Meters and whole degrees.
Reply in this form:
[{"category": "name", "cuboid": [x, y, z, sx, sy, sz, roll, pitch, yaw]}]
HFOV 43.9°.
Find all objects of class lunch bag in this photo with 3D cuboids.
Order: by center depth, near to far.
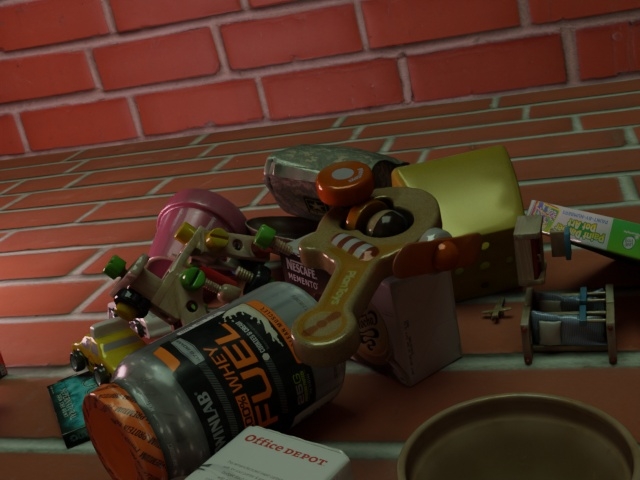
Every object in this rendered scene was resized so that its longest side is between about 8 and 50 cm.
[{"category": "lunch bag", "cuboid": [0.035, -0.120, 1.698, 0.235, 0.168, 0.287, 12, 6, 22]}]

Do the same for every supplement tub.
[{"category": "supplement tub", "cuboid": [-0.135, 0.197, 1.051, 0.316, 0.193, 0.194, -27, 25, -36]}]

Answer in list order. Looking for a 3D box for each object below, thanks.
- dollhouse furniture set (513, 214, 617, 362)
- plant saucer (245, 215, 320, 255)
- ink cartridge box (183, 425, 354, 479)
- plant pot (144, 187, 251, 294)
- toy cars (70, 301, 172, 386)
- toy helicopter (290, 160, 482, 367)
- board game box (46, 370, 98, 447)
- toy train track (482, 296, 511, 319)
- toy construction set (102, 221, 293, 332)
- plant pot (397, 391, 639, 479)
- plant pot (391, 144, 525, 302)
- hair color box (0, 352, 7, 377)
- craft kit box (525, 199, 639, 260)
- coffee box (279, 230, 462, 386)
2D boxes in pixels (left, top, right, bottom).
[{"category": "dollhouse furniture set", "cuboid": [0.353, 0.068, 1.146, 0.129, 0.183, 0.129, -4, 22, 20]}, {"category": "plant saucer", "cuboid": [0.000, 0.000, 1.612, 0.311, 0.050, 0.310, 7, 9, -1]}, {"category": "ink cartridge box", "cuboid": [-0.083, 0.310, 0.858, 0.160, 0.092, 0.219, 6, 26, 39]}, {"category": "plant pot", "cuboid": [-0.262, 0.024, 1.620, 0.201, 0.201, 0.180, -2, 37, 24]}, {"category": "toy cars", "cuboid": [-0.335, 0.146, 1.397, 0.177, 0.087, 0.393, -3, 14, 3]}, {"category": "toy helicopter", "cuboid": [0.071, 0.038, 1.040, 0.235, 0.140, 0.355, 6, 38, 22]}, {"category": "board game box", "cuboid": [-0.358, 0.253, 1.261, 0.126, 0.026, 0.186, -20, 21, -21]}, {"category": "toy train track", "cuboid": [0.294, 0.114, 1.309, 0.048, 0.014, 0.083, -11, 13, 23]}, {"category": "toy construction set", "cuboid": [-0.232, 0.056, 1.335, 0.237, 0.257, 0.309, 29, -5, -13]}, {"category": "plant pot", "cuboid": [0.203, 0.263, 0.807, 0.237, 0.109, 0.237, -11, 19, 4]}, {"category": "plant pot", "cuboid": [0.257, -0.012, 1.402, 0.212, 0.212, 0.187, -13, 41, -4]}, {"category": "hair color box", "cuboid": [-0.643, 0.216, 1.450, 0.141, 0.072, 0.043, 2, 23, 30]}, {"category": "craft kit box", "cuboid": [0.493, 0.009, 1.248, 0.247, 0.060, 0.250, 12, 6, -33]}, {"category": "coffee box", "cuboid": [0.072, 0.091, 1.261, 0.119, 0.168, 0.297, -23, 24, -30]}]
